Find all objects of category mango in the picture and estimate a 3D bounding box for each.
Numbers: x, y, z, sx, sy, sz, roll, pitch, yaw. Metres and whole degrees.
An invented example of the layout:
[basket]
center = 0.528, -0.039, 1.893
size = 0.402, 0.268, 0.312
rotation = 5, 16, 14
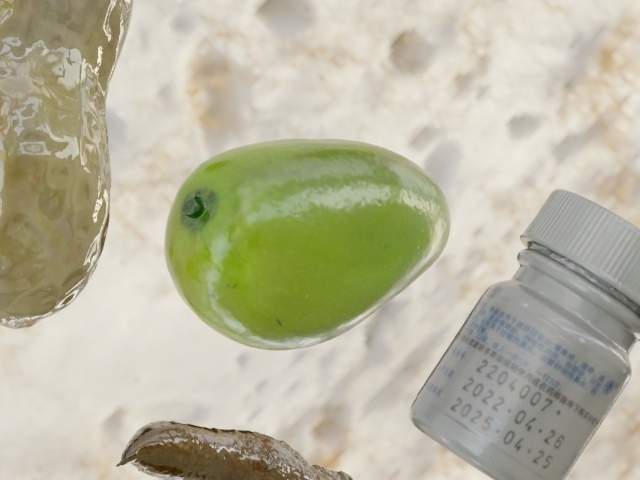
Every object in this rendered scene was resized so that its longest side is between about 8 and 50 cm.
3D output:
[mango]
center = 0.000, 0.000, 1.735
size = 0.343, 0.156, 0.192
rotation = -6, 107, -43

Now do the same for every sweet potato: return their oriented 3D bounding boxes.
[sweet potato]
center = -0.051, 0.163, 1.290
size = 0.067, 0.067, 0.274
rotation = -51, 140, 13

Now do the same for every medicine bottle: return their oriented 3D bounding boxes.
[medicine bottle]
center = 0.136, 0.064, 1.117
size = 0.168, 0.105, 0.105
rotation = -56, 154, -3

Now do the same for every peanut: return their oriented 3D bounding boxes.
[peanut]
center = -0.185, -0.101, 1.156
size = 0.149, 0.313, 0.149
rotation = 0, 165, 0
